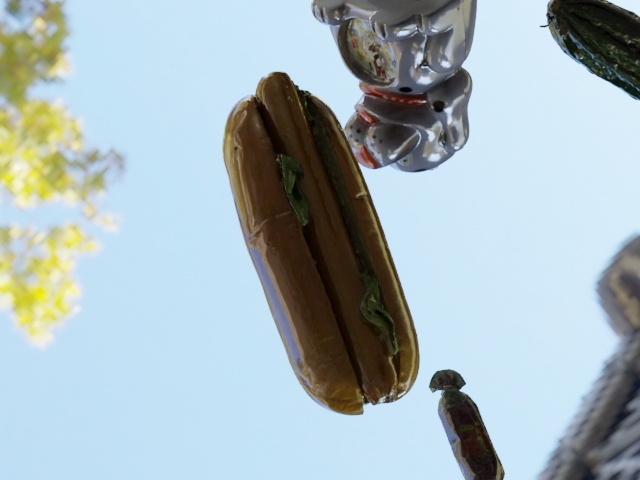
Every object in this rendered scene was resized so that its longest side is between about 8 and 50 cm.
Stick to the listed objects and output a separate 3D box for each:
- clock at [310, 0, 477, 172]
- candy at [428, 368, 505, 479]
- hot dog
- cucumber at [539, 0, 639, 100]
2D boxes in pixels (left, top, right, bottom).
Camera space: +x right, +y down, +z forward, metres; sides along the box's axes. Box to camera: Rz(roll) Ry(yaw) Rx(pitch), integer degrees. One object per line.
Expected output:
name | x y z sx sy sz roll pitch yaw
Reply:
clock | 0.099 -0.185 2.037 0.189 0.189 0.254 -76 -18 -57
candy | 0.146 0.197 1.691 0.045 0.043 0.175 -11 -122 -17
hot dog | 0.000 0.000 1.244 0.100 0.068 0.249 -14 -107 -23
cucumber | 0.308 -0.155 1.613 0.265 0.077 0.077 23 -145 -17
